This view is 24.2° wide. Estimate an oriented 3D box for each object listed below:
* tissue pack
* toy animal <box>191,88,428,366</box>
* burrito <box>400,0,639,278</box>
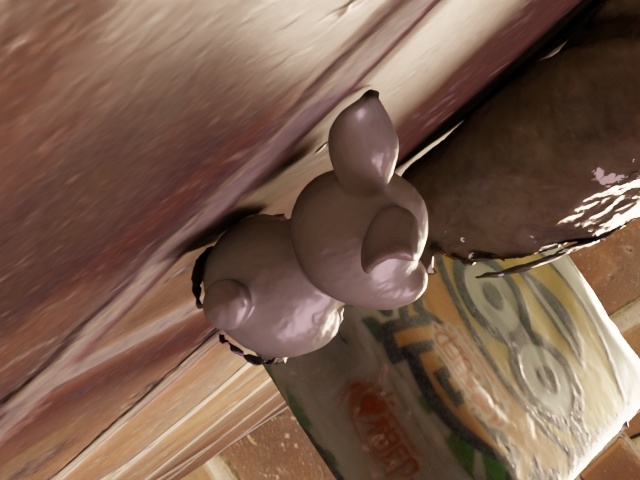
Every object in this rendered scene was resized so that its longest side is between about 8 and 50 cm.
[{"bbox_3d":[0.109,0.095,1.120,0.128,0.228,0.311,-38,173,31],"label":"tissue pack"},{"bbox_3d":[0.004,0.000,0.627,0.124,0.071,0.085,-30,159,32],"label":"toy animal"},{"bbox_3d":[0.189,-0.095,0.769,0.175,0.107,0.348,-10,155,-44],"label":"burrito"}]
